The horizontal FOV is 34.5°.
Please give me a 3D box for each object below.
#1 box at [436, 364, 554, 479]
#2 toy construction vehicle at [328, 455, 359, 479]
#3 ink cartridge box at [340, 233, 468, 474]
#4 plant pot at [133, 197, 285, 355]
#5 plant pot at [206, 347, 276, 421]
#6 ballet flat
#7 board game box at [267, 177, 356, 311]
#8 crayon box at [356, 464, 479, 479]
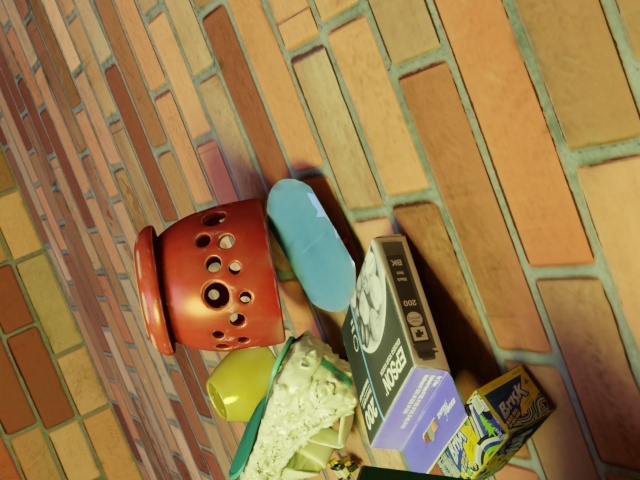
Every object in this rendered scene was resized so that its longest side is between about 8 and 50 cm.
[{"bbox_3d":[0.165,0.189,1.011,0.054,0.059,0.169,56,155,22],"label":"box"},{"bbox_3d":[0.050,0.340,1.437,0.086,0.035,0.098,55,159,-3],"label":"toy construction vehicle"},{"bbox_3d":[0.079,0.134,1.087,0.206,0.045,0.208,106,152,-56],"label":"ink cartridge box"},{"bbox_3d":[-0.142,0.052,1.315,0.191,0.174,0.191,171,90,-84],"label":"plant pot"},{"bbox_3d":[-0.120,0.229,1.601,0.134,0.095,0.134,46,150,37],"label":"plant pot"},{"bbox_3d":[-0.034,0.265,1.414,0.147,0.147,0.409,57,154,19],"label":"ballet flat"},{"bbox_3d":[0.000,0.000,1.216,0.168,0.033,0.133,60,149,7],"label":"board game box"},{"bbox_3d":[0.183,0.368,0.836,0.313,0.106,0.363,4,121,14],"label":"crayon box"}]
